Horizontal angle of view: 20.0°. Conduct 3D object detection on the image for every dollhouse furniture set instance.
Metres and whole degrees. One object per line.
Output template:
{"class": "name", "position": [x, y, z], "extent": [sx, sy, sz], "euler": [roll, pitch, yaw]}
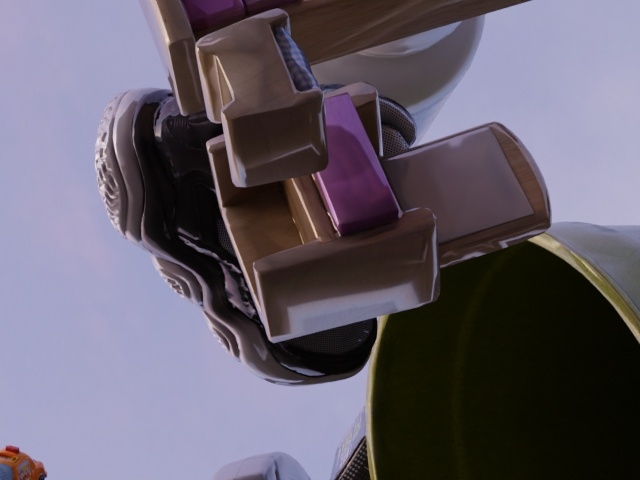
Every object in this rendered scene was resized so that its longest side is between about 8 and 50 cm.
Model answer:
{"class": "dollhouse furniture set", "position": [0.019, -0.180, 0.656], "extent": [0.198, 0.286, 0.303], "euler": [-18, -34, -7]}

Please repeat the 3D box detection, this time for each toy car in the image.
{"class": "toy car", "position": [-0.207, 0.186, 1.365], "extent": [0.060, 0.122, 0.040], "euler": [-25, -56, -44]}

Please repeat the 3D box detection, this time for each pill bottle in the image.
{"class": "pill bottle", "position": [0.023, -0.154, 1.352], "extent": [0.176, 0.176, 0.318], "euler": [3, -16, -9]}

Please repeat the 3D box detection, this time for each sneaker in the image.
{"class": "sneaker", "position": [0.000, 0.000, 1.029], "extent": [0.153, 0.101, 0.268], "euler": [-9, -35, 29]}

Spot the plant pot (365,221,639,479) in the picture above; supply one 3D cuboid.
{"class": "plant pot", "position": [0.278, 0.141, 1.265], "extent": [0.353, 0.366, 0.366], "euler": [-10, -53, -30]}

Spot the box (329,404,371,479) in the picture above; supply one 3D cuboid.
{"class": "box", "position": [0.136, 0.240, 1.523], "extent": [0.270, 0.216, 0.060], "euler": [32, -85, 0]}

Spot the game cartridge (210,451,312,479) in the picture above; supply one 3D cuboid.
{"class": "game cartridge", "position": [-0.029, 0.280, 1.537], "extent": [0.062, 0.198, 0.297], "euler": [-18, -14, 5]}
